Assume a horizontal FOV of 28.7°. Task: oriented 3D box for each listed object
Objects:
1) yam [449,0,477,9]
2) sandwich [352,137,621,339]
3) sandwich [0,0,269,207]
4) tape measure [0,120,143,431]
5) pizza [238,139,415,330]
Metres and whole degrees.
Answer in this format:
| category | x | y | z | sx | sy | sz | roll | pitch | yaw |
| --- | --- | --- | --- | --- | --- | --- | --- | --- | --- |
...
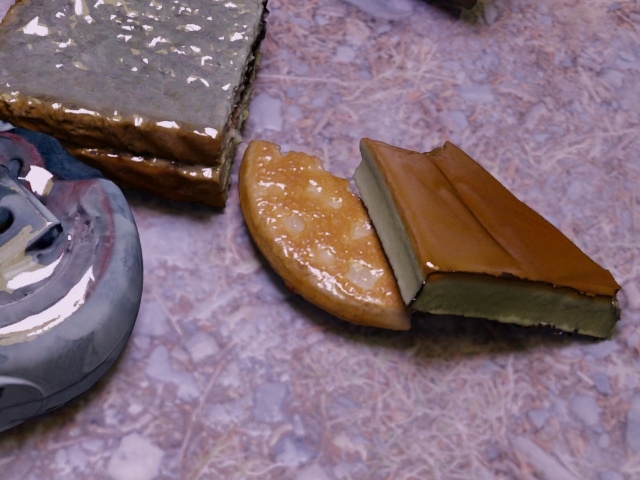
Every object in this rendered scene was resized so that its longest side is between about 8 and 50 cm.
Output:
| category | x | y | z | sx | sy | sz | roll | pitch | yaw |
| --- | --- | --- | --- | --- | --- | --- | --- | --- | --- |
| yam | 0.080 | -0.390 | 1.400 | 0.304 | 0.168 | 0.168 | 30 | 58 | 10 |
| sandwich | 0.161 | -0.014 | 1.209 | 0.245 | 0.063 | 0.212 | 11 | 40 | -32 |
| sandwich | -0.188 | -0.203 | 1.256 | 0.262 | 0.131 | 0.325 | 11 | 56 | -1 |
| tape measure | -0.289 | 0.030 | 1.083 | 0.256 | 0.147 | 0.275 | 40 | 62 | 15 |
| pizza | 0.000 | 0.001 | 1.201 | 0.246 | 0.058 | 0.127 | 38 | 59 | 15 |
